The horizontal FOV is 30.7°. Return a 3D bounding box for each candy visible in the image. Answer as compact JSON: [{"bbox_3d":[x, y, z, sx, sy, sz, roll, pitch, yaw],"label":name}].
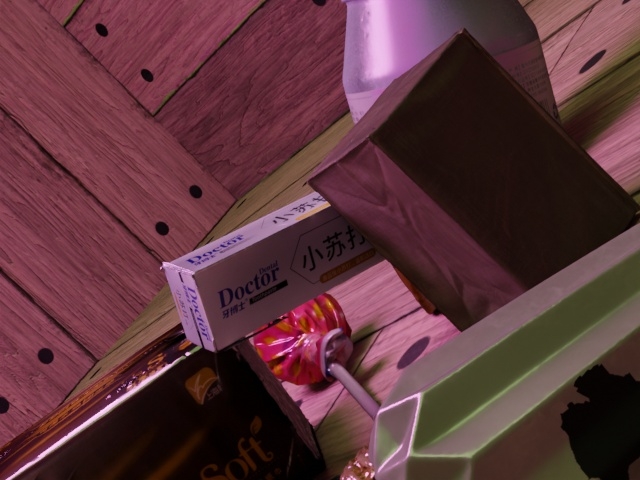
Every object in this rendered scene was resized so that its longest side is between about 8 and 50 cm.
[{"bbox_3d":[0.009,0.139,1.297,0.124,0.124,0.365,-45,18,-2],"label":"candy"}]

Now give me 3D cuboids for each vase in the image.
[{"bbox_3d":[0.200,0.052,0.658,0.360,0.165,0.165,-40,10,1],"label":"vase"}]

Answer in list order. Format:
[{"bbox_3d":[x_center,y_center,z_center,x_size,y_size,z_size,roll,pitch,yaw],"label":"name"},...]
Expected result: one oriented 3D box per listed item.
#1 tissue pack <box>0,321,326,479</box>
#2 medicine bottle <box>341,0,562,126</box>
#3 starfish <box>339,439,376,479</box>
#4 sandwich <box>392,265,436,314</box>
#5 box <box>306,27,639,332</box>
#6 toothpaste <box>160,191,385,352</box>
[{"bbox_3d":[-0.198,0.248,1.197,0.370,0.198,0.210,-35,11,-3],"label":"tissue pack"},{"bbox_3d":[0.142,-0.216,1.393,0.245,0.289,0.245,-17,9,3],"label":"medicine bottle"},{"bbox_3d":[0.054,0.203,0.944,0.236,0.062,0.277,-43,12,44],"label":"starfish"},{"bbox_3d":[0.124,0.012,1.302,0.094,0.096,0.258,-38,9,6],"label":"sandwich"},{"bbox_3d":[0.134,-0.042,1.056,0.149,0.231,0.155,-50,10,-25],"label":"box"},{"bbox_3d":[0.000,0.000,1.118,0.313,0.089,0.071,-27,24,-29],"label":"toothpaste"}]
